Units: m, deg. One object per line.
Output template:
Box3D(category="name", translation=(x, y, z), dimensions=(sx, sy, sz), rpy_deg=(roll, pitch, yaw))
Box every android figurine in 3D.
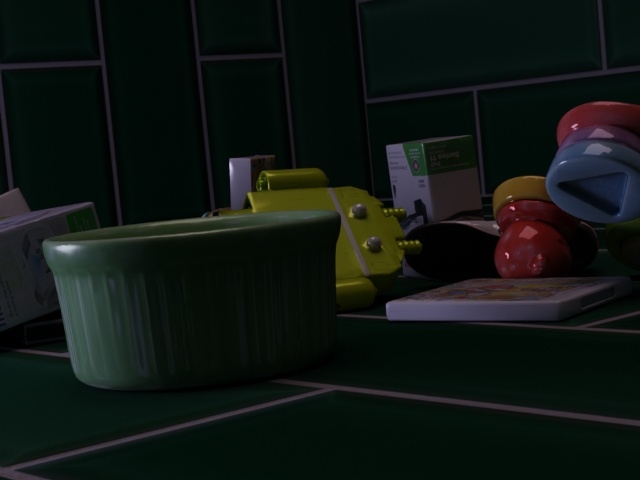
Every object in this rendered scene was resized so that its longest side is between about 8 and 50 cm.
Box3D(category="android figurine", translation=(0.000, 0.000, 1.837), dimensions=(0.272, 0.056, 0.248), rpy_deg=(-4, 48, -19))

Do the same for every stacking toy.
Box3D(category="stacking toy", translation=(0.373, -0.016, 1.724), dimensions=(0.279, 0.130, 0.309), rpy_deg=(20, -33, -6))

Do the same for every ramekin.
Box3D(category="ramekin", translation=(-0.124, 0.057, 1.413), dimensions=(0.303, 0.148, 0.303), rpy_deg=(-5, 4, 0))

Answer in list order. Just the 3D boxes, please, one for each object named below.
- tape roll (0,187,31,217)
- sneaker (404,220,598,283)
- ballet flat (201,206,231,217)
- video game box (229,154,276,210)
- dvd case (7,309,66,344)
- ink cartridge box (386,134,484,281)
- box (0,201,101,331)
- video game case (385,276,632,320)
Box3D(category="tape roll", translation=(-0.565, 0.025, 2.109), dimensions=(0.286, 0.100, 0.286), rpy_deg=(-26, 7, 3))
Box3D(category="sneaker", translation=(0.260, 0.012, 1.971), dimensions=(0.270, 0.090, 0.145), rpy_deg=(-3, 2, 12))
Box3D(category="ballet flat", translation=(-0.143, -0.017, 2.841), dimensions=(0.123, 0.123, 0.348), rpy_deg=(-4, 4, 18))
Box3D(category="video game box", translation=(-0.119, -0.052, 2.523), dimensions=(0.048, 0.205, 0.187), rpy_deg=(-1, 6, 10))
Box3D(category="dvd case", translation=(-0.288, 0.101, 1.844), dimensions=(0.238, 0.030, 0.179), rpy_deg=(-7, 4, -20))
Box3D(category="ink cartridge box", translation=(0.175, -0.048, 2.067), dimensions=(0.086, 0.209, 0.153), rpy_deg=(-10, 5, -18))
Box3D(category="box", translation=(-0.439, 0.050, 1.810), dimensions=(0.231, 0.127, 0.262), rpy_deg=(-21, 10, -39))
Box3D(category="video game case", translation=(0.226, 0.068, 1.648), dimensions=(0.227, 0.026, 0.206), rpy_deg=(-3, 5, 35))
